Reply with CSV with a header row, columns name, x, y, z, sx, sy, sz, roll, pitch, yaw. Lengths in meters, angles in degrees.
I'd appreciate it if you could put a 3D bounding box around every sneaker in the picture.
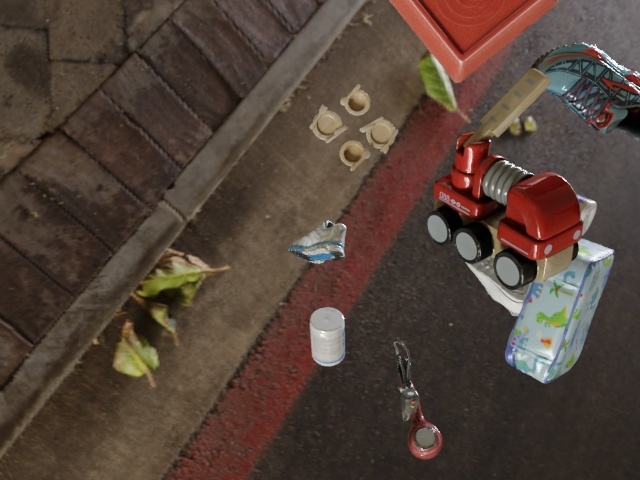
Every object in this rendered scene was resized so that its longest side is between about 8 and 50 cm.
name,x,y,z,sx,sy,sz,roll,pitch,yaw
sneaker,0.486,-0.251,1.311,0.262,0.104,0.125,15,54,-17
sneaker,0.000,0.000,1.620,0.071,0.191,0.082,26,72,-30
sneaker,0.414,0.084,1.840,0.090,0.235,0.094,-27,147,-15

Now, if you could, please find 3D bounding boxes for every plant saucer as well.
name,x,y,z,sx,sy,sz,roll,pitch,yaw
plant saucer,0.294,-0.492,1.497,0.259,0.048,0.258,-39,91,9

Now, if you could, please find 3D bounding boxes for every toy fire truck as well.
name,x,y,z,sx,sy,sz,roll,pitch,yaw
toy fire truck,0.274,-0.093,1.063,0.159,0.217,0.246,-22,128,-27

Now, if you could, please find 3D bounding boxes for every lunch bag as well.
name,x,y,z,sx,sy,sz,roll,pitch,yaw
lunch bag,0.379,0.106,1.190,0.176,0.090,0.218,-11,120,-53

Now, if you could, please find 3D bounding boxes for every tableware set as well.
name,x,y,z,sx,sy,sz,roll,pitch,yaw
tableware set,0.072,-0.239,1.623,0.141,0.020,0.168,-41,90,0

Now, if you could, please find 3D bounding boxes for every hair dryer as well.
name,x,y,z,sx,sy,sz,roll,pitch,yaw
hair dryer,0.228,0.390,1.728,0.223,0.080,0.293,-87,167,-61

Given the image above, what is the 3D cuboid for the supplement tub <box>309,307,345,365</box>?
name,x,y,z,sx,sy,sz,roll,pitch,yaw
supplement tub,0.015,0.196,1.535,0.071,0.071,0.107,-38,142,-34

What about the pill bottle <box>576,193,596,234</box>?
name,x,y,z,sx,sy,sz,roll,pitch,yaw
pill bottle,0.667,-0.094,2.135,0.112,0.187,0.112,-38,143,-36
